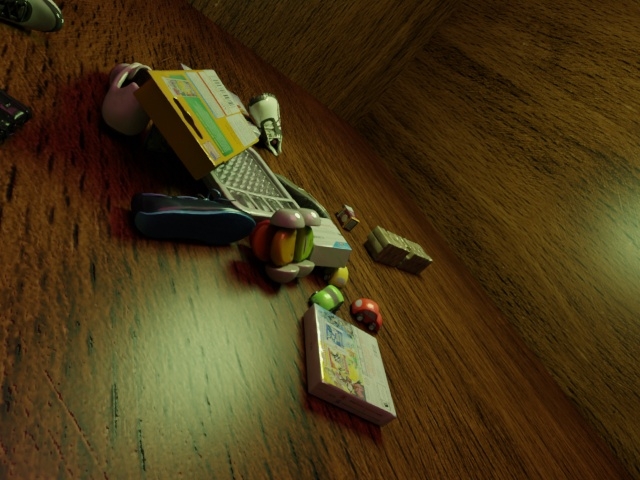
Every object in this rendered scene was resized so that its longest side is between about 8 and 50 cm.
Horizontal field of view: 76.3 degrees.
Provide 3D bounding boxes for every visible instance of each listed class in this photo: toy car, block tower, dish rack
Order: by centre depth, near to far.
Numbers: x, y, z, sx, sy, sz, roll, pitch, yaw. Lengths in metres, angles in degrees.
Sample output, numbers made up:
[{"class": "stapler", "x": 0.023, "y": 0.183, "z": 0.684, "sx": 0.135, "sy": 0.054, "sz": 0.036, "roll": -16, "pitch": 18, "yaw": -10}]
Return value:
[{"class": "toy car", "x": -0.087, "y": 0.002, "z": 0.927, "sx": 0.136, "sy": 0.159, "sz": 0.182, "roll": 12, "pitch": 10, "yaw": 24}, {"class": "toy car", "x": 0.053, "y": 0.135, "z": 1.009, "sx": 0.239, "sy": 0.053, "sz": 0.225, "roll": 50, "pitch": 22, "yaw": 17}, {"class": "dish rack", "x": -0.210, "y": -0.153, "z": 1.054, "sx": 0.285, "sy": 0.072, "sz": 0.333, "roll": 4, "pitch": 44, "yaw": -57}, {"class": "block tower", "x": 0.299, "y": 0.044, "z": 1.554, "sx": 0.335, "sy": 0.091, "sz": 0.097, "roll": 21, "pitch": 32, "yaw": -46}]

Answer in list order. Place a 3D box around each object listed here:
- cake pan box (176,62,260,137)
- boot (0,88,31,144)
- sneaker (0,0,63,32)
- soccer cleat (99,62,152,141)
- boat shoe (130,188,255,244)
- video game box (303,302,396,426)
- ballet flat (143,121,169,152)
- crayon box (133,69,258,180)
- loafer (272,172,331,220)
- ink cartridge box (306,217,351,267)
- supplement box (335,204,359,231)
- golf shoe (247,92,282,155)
[{"class": "cake pan box", "x": -0.346, "y": -0.444, "z": 1.357, "sx": 0.245, "sy": 0.070, "sz": 0.267, "roll": 16, "pitch": 35, "yaw": -46}, {"class": "boot", "x": -0.531, "y": -0.208, "z": 0.637, "sx": 0.121, "sy": 0.045, "sz": 0.099, "roll": 34, "pitch": 27, "yaw": -25}, {"class": "sneaker", "x": -0.690, "y": -0.504, "z": 0.846, "sx": 0.271, "sy": 0.100, "sz": 0.108, "roll": 8, "pitch": 51, "yaw": -47}, {"class": "soccer cleat", "x": -0.426, "y": -0.358, "z": 0.954, "sx": 0.116, "sy": 0.143, "sz": 0.331, "roll": 28, "pitch": 27, "yaw": -37}, {"class": "boat shoe", "x": -0.235, "y": -0.058, "z": 0.795, "sx": 0.258, "sy": 0.109, "sz": 0.089, "roll": 13, "pitch": 33, "yaw": -55}, {"class": "video game box", "x": 0.053, "y": 0.245, "z": 0.819, "sx": 0.187, "sy": 0.048, "sz": 0.205, "roll": 36, "pitch": 23, "yaw": -23}, {"class": "ballet flat", "x": -0.361, "y": -0.284, "z": 0.959, "sx": 0.070, "sy": 0.070, "sz": 0.189, "roll": 25, "pitch": 63, "yaw": -39}, {"class": "crayon box", "x": -0.261, "y": -0.260, "z": 0.888, "sx": 0.203, "sy": 0.083, "sz": 0.323, "roll": 57, "pitch": 17, "yaw": -15}, {"class": "loafer", "x": -0.057, "y": -0.115, "z": 1.219, "sx": 0.251, "sy": 0.094, "sz": 0.087, "roll": 44, "pitch": 26, "yaw": 1}, {"class": "ink cartridge box", "x": 0.000, "y": 0.000, "z": 1.089, "sx": 0.104, "sy": 0.060, "sz": 0.180, "roll": 7, "pitch": 25, "yaw": -21}, {"class": "supplement box", "x": 0.097, "y": -0.082, "z": 1.480, "sx": 0.043, "sy": 0.055, "sz": 0.083, "roll": 24, "pitch": 28, "yaw": -39}, {"class": "golf shoe", "x": -0.175, "y": -0.407, "z": 1.426, "sx": 0.273, "sy": 0.105, "sz": 0.120, "roll": 73, "pitch": -5, "yaw": -74}]
